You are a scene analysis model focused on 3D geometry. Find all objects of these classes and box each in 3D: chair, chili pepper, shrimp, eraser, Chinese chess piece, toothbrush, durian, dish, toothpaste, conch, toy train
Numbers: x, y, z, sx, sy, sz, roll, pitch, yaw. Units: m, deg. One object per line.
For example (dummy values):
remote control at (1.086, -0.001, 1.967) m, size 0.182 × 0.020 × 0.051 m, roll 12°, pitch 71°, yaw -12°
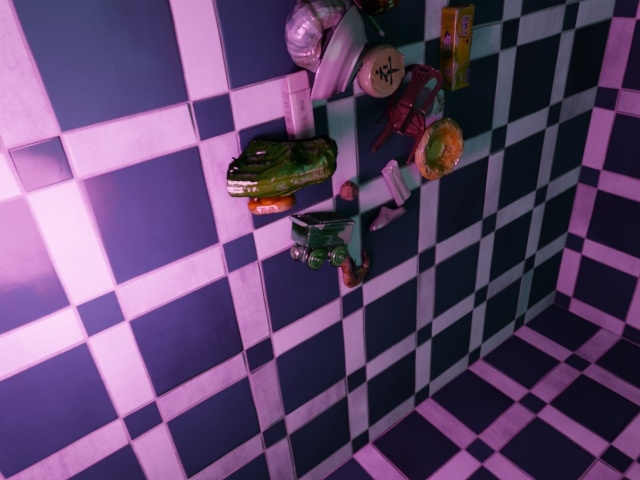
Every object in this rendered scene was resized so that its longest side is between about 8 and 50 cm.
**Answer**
chair at (0.337, -0.494, 1.935) m, size 0.327 × 0.175 × 0.183 m, roll -57°, pitch 156°, yaw -18°
chili pepper at (-0.122, -0.233, 1.637) m, size 0.384 × 0.213 × 0.168 m, roll -13°, pitch 127°, yaw -10°
shrimp at (0.146, 0.082, 2.167) m, size 0.169 × 0.058 × 0.296 m, roll -42°, pitch 137°, yaw -25°
eraser at (-0.070, -0.402, 1.714) m, size 0.089 × 0.061 × 0.352 m, roll -27°, pitch 127°, yaw -28°
Chinese chess piece at (0.223, -0.621, 1.835) m, size 0.188 × 0.083 × 0.189 m, roll -22°, pitch 127°, yaw -32°
toothbrush at (0.151, -0.792, 1.727) m, size 0.257 × 0.018 × 0.024 m, roll 33°, pitch 83°, yaw -45°
durian at (0.113, -0.199, 1.967) m, size 0.080 × 0.080 × 0.091 m, roll -27°, pitch 148°, yaw -28°
dish at (0.076, -0.570, 1.588) m, size 0.106 × 0.316 × 0.317 m, roll 28°, pitch 91°, yaw -1°
toothpaste at (0.550, -0.779, 2.036) m, size 0.110 × 0.077 × 0.328 m, roll -24°, pitch 126°, yaw -27°
conch at (-0.014, -0.674, 1.550) m, size 0.220 × 0.195 × 0.278 m, roll -16°, pitch 103°, yaw -77°
toy train at (0.000, 0.000, 1.931) m, size 0.265 × 0.145 × 0.202 m, roll -7°, pitch 113°, yaw -39°

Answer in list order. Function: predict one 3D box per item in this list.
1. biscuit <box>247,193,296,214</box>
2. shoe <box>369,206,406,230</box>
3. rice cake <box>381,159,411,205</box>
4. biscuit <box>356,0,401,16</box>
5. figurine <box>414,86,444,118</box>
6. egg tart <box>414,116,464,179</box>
biscuit at (-0.164, -0.141, 1.710) m, size 0.170 × 0.170 × 0.050 m, roll -24°, pitch 116°, yaw -30°
shoe at (0.282, -0.110, 2.178) m, size 0.195 × 0.079 × 0.078 m, roll -28°, pitch 93°, yaw -17°
rice cake at (0.325, -0.245, 2.151) m, size 0.080 × 0.042 × 0.222 m, roll -43°, pitch 135°, yaw -9°
biscuit at (0.230, -0.830, 1.571) m, size 0.268 × 0.366 × 0.115 m, roll -36°, pitch 93°, yaw 2°
figurine at (0.447, -0.558, 2.052) m, size 0.153 × 0.132 × 0.132 m, roll -15°, pitch 122°, yaw -49°
egg tart at (0.496, -0.400, 2.161) m, size 0.288 × 0.118 × 0.288 m, roll -21°, pitch 127°, yaw -31°
